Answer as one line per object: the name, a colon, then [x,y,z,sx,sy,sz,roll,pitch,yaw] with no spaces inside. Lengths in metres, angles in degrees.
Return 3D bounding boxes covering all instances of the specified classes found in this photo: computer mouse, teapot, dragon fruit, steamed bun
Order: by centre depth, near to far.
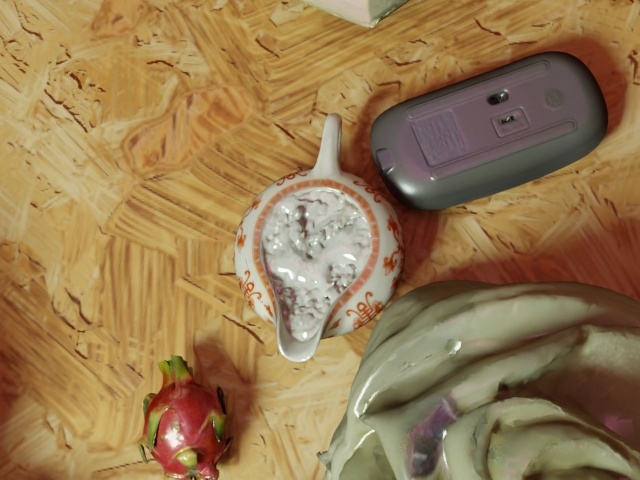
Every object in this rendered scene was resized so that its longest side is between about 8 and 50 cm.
steamed bun: [0.163,0.202,1.099,0.342,0.255,0.368,16,76,7]
dragon fruit: [-0.124,0.165,1.226,0.086,0.081,0.116,-3,73,15]
teapot: [0.000,0.000,1.251,0.159,0.116,0.246,-4,75,17]
computer mouse: [0.164,-0.107,1.296,0.232,0.057,0.120,-21,72,-4]

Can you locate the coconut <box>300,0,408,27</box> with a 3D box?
coconut: [0.043,-0.289,1.320,0.152,0.147,0.147,24,76,15]
